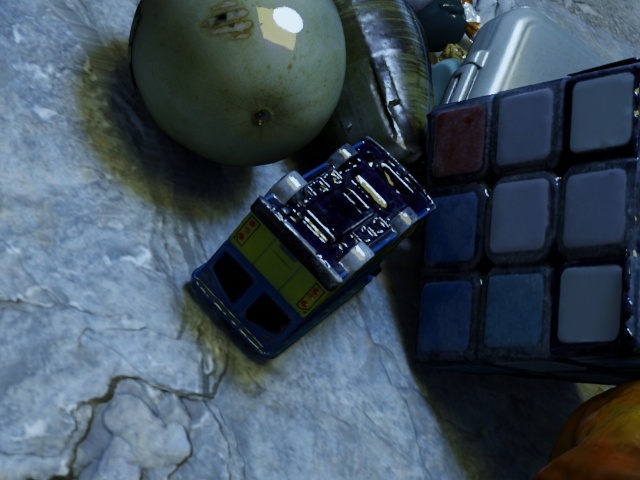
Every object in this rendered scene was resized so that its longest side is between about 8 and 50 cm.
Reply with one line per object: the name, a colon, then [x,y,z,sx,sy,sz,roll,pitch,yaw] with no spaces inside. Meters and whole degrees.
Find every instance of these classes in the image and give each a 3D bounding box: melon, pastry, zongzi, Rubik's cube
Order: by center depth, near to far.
melon: [-0.106,-0.238,1.665,0.269,0.268,0.330,21,30,-30]
Rubik's cube: [0.359,0.008,1.684,0.359,0.363,0.362,10,78,-38]
zongzi: [0.106,-0.203,1.946,0.432,0.208,0.403,19,43,-57]
pastry: [0.251,-0.267,2.240,0.140,0.080,0.056,27,24,-21]

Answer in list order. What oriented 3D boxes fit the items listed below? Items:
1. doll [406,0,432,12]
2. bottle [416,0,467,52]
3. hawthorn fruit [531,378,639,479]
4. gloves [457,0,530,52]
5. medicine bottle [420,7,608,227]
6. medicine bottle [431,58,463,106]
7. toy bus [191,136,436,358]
doll: [0.176,-0.457,2.149,0.287,0.151,0.151,-33,77,-38]
bottle: [0.160,-0.465,2.314,0.144,0.144,0.336,16,42,-34]
hawthorn fruit: [0.420,0.356,1.419,0.472,0.472,0.471,27,36,-22]
gloves: [0.306,-0.331,2.331,0.140,0.131,0.218,-34,77,-35]
medicine bottle: [0.289,-0.136,1.947,0.282,0.123,0.375,33,68,-24]
medicine bottle: [0.257,-0.179,2.088,0.225,0.139,0.139,24,37,-26]
toy bus: [0.000,0.000,1.583,0.138,0.175,0.288,46,33,6]
